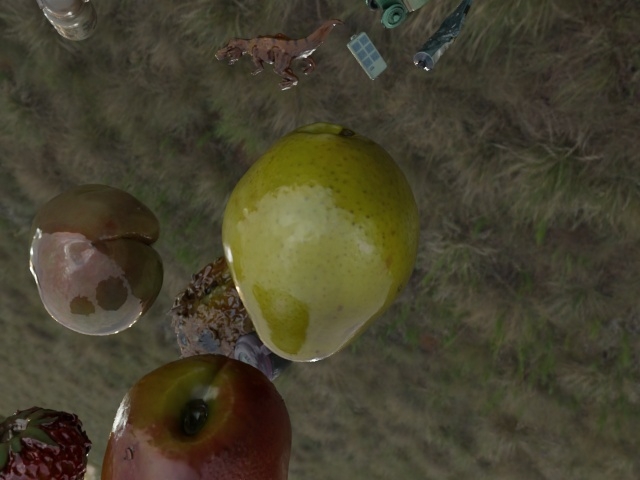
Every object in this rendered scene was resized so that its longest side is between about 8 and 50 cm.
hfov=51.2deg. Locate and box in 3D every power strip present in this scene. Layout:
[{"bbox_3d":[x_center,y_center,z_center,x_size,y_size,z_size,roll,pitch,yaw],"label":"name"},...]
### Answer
[{"bbox_3d":[0.087,-0.341,1.235,0.090,0.040,0.016,49,179,-24],"label":"power strip"}]

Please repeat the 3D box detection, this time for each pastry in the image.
[{"bbox_3d":[-0.196,0.196,1.651,0.405,0.337,0.292,94,154,-57],"label":"pastry"}]

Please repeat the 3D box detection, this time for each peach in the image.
[{"bbox_3d":[-0.426,0.034,1.266,0.247,0.292,0.292,-4,153,-4],"label":"peach"},{"bbox_3d":[-0.195,0.369,1.076,0.290,0.373,0.373,5,153,3],"label":"peach"}]

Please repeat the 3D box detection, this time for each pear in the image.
[{"bbox_3d":[0.000,0.000,1.205,0.362,0.418,0.362,4,-167,-1],"label":"pear"}]

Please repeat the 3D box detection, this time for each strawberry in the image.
[{"bbox_3d":[-0.481,0.412,1.123,0.205,0.205,0.244,7,121,34],"label":"strawberry"}]

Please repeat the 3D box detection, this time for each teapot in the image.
[{"bbox_3d":[-0.102,0.226,1.436,0.116,0.146,0.148,38,133,34],"label":"teapot"}]

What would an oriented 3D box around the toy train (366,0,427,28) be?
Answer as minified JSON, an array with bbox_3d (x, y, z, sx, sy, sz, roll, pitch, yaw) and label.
[{"bbox_3d":[0.162,-0.632,1.569,0.285,0.177,0.116,36,-161,-52],"label":"toy train"}]

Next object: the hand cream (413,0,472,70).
[{"bbox_3d":[0.287,-0.489,1.571,0.052,0.248,0.075,45,153,-28],"label":"hand cream"}]

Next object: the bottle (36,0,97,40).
[{"bbox_3d":[-0.514,-0.483,1.377,0.209,0.110,0.097,-160,50,-76],"label":"bottle"}]

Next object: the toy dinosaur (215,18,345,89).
[{"bbox_3d":[-0.081,-0.517,1.854,0.432,0.097,0.208,-3,152,28],"label":"toy dinosaur"}]
